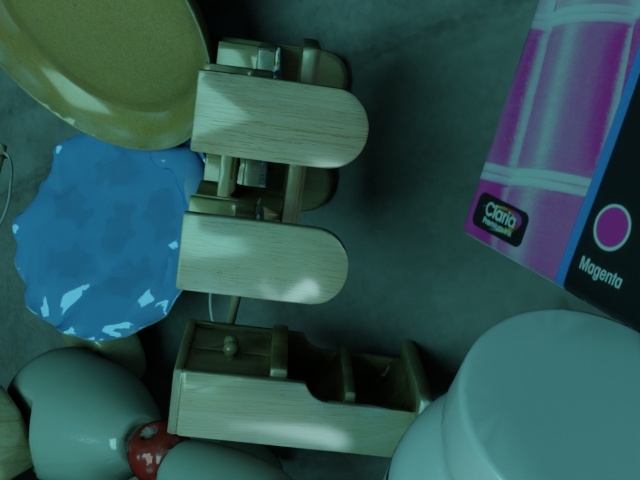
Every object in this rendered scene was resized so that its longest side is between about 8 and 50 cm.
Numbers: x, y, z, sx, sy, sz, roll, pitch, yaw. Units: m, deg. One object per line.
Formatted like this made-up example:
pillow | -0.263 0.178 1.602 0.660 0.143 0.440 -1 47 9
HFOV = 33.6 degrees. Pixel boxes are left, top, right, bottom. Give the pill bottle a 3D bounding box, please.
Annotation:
pill bottle | 0.103 0.175 0.587 0.162 0.162 0.278 40 140 23

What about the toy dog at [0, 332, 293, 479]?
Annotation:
toy dog | -0.143 0.179 0.793 0.333 0.220 0.161 47 156 55

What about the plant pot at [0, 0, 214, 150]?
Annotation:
plant pot | -0.170 -0.167 0.763 0.236 0.032 0.236 22 144 18

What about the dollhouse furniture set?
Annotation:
dollhouse furniture set | 0.000 0.000 0.669 0.161 0.212 0.242 7 105 -3

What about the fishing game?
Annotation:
fishing game | -0.162 -0.011 0.843 0.264 0.041 0.189 3 75 23

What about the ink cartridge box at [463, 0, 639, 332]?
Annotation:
ink cartridge box | 0.198 -0.141 0.524 0.176 0.069 0.371 35 110 55
